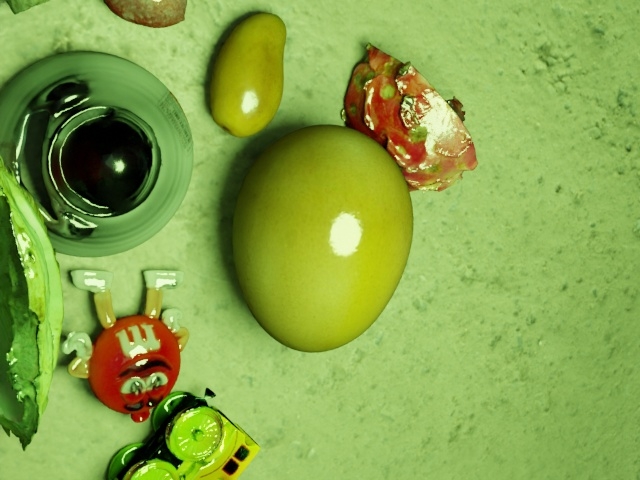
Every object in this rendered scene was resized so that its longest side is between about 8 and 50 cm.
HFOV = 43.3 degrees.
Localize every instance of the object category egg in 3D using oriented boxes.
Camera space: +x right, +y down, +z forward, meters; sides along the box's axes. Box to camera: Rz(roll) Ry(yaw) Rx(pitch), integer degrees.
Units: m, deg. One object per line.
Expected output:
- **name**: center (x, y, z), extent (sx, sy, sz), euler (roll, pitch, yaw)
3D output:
- **egg**: center (0.000, 0.000, 1.124), extent (0.250, 0.250, 0.323), euler (1, 109, -29)

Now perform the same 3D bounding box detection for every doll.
- **doll**: center (-0.263, 0.148, 1.109), extent (0.183, 0.085, 0.217), euler (0, 91, -30)

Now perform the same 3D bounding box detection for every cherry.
- **cherry**: center (-0.259, -0.354, 1.009), extent (0.225, 0.090, 0.107), euler (39, 96, -16)

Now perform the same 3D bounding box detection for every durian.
- **durian**: center (-0.384, 0.068, 0.940), extent (0.163, 0.198, 0.394), euler (2, 125, -18)

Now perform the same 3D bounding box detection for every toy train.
- **toy train**: center (-0.228, 0.354, 1.159), extent (0.296, 0.100, 0.160), euler (-48, 120, -11)

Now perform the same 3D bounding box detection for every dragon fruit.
- **dragon fruit**: center (0.134, -0.157, 1.214), extent (0.126, 0.161, 0.274), euler (-45, 119, -16)

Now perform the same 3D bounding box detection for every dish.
- **dish**: center (-0.277, -0.102, 1.020), extent (0.273, 0.134, 0.273), euler (-6, 102, -26)

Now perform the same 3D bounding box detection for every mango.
- **mango**: center (-0.096, -0.233, 1.119), extent (0.102, 0.085, 0.184), euler (19, 86, -31)

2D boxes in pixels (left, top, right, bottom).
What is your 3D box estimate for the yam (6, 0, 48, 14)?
- **yam**: center (-0.359, -0.371, 0.936), extent (0.107, 0.107, 0.194), euler (-34, 113, -18)
